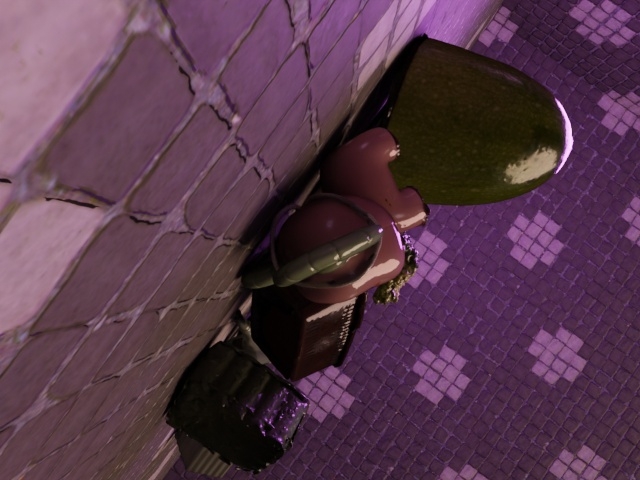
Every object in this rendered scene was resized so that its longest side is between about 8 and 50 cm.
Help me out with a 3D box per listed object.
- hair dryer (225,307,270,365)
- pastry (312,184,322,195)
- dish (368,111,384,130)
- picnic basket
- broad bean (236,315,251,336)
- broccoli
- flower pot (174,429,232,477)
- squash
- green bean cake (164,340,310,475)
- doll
[{"bbox_3d":[-0.097,0.218,1.142,0.267,0.228,0.093,119,-33,-56],"label":"hair dryer"},{"bbox_3d":[0.029,-0.068,0.963,0.166,0.088,0.166,-57,178,-3],"label":"pastry"},{"bbox_3d":[0.145,-0.194,1.184,0.317,0.106,0.316,-55,177,-4],"label":"dish"},{"bbox_3d":[-0.043,0.131,0.948,0.129,0.222,0.297,-27,147,-33],"label":"picnic basket"},{"bbox_3d":[-0.164,0.205,1.374,0.060,0.043,0.297,-45,-176,35],"label":"broad bean"},{"bbox_3d":[0.084,0.046,1.114,0.243,0.246,0.263,-52,153,-7],"label":"broccoli"},{"bbox_3d":[-0.328,0.609,1.607,0.190,0.209,0.239,-56,172,32],"label":"flower pot"},{"bbox_3d":[0.278,-0.170,0.900,0.310,0.308,0.311,21,90,-76],"label":"squash"},{"bbox_3d":[-0.171,0.348,1.015,0.255,0.241,0.132,-58,180,44],"label":"green bean cake"},{"bbox_3d":[0.012,-0.015,0.745,0.268,0.217,0.284,-28,-175,-25],"label":"doll"}]
